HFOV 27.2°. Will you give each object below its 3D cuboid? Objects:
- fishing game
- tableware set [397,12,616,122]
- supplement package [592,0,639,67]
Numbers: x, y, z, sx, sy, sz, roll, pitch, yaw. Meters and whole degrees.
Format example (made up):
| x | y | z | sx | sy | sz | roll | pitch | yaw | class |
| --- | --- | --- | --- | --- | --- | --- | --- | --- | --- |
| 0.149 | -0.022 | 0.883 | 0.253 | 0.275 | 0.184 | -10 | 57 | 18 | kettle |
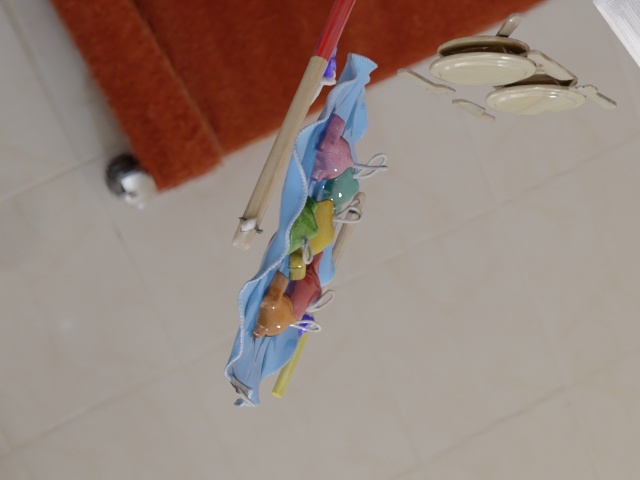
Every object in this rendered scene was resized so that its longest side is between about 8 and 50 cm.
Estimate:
| x | y | z | sx | sy | sz | roll | pitch | yaw | class |
| --- | --- | --- | --- | --- | --- | --- | --- | --- | --- |
| 0.000 | 0.000 | 0.658 | 0.041 | 0.264 | 0.189 | 20 | -112 | 9 | fishing game |
| 0.161 | -0.144 | 1.113 | 0.128 | 0.039 | 0.194 | -4 | 170 | 31 | tableware set |
| 0.479 | -0.279 | 1.414 | 0.262 | 0.198 | 0.199 | -29 | -167 | 47 | supplement package |
